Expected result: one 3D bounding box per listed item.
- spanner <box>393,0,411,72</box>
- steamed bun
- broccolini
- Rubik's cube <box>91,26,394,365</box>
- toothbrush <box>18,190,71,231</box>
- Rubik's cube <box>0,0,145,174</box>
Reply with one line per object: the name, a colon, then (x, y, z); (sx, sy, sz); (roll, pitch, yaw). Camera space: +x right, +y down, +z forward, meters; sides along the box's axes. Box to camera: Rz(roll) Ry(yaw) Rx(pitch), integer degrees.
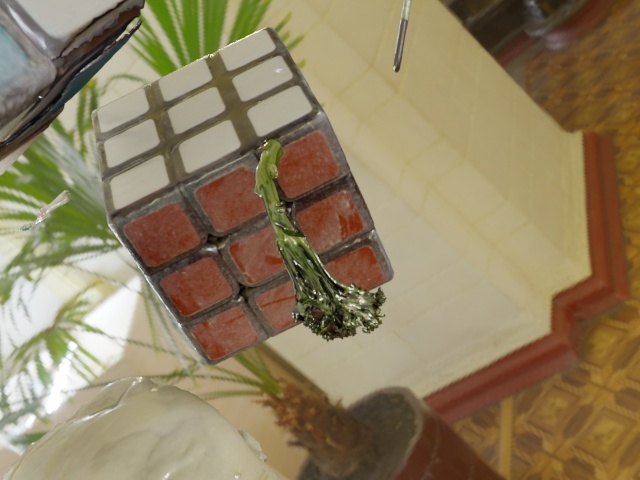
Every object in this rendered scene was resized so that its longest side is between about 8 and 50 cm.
spanner: (0.176, -0.479, 1.718); (0.087, 0.024, 0.315); (45, -125, -82)
steamed bun: (-0.188, 0.282, 0.916); (0.247, 0.236, 0.383); (-36, 25, -32)
broccolini: (-0.003, -0.007, 0.879); (0.062, 0.123, 0.271); (-35, 46, 17)
Rubik's cube: (-0.112, -0.066, 1.239); (0.304, 0.305, 0.301); (-25, 38, -1)
toothbrush: (-0.451, -0.046, 1.445); (0.022, 0.017, 0.204); (-14, -6, -41)
Rubik's cube: (-0.388, -0.111, 0.527); (0.359, 0.362, 0.363); (-29, 19, 38)
